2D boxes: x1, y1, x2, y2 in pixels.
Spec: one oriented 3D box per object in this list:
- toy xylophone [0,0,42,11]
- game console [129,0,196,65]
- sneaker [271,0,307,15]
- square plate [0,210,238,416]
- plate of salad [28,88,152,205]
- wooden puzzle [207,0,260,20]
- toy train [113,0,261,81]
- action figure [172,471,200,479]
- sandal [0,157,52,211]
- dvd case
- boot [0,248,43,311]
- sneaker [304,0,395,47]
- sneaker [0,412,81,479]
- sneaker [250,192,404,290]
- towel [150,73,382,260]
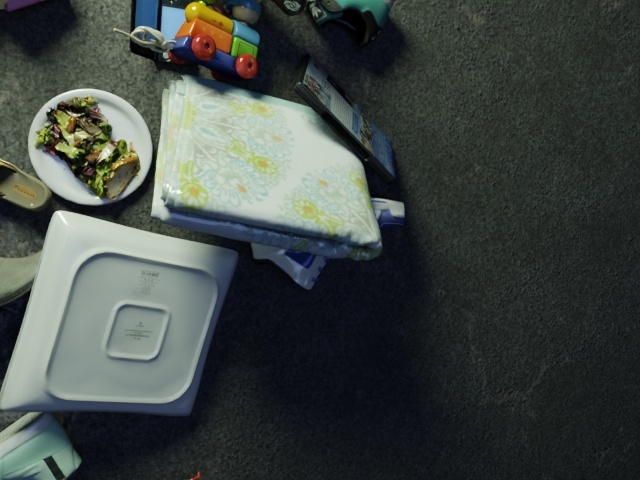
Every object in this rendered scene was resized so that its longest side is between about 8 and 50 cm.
[{"bbox_3d":[-0.464,-0.519,0.836,0.236,0.081,0.322,-30,118,-36],"label":"toy xylophone"},{"bbox_3d":[-0.266,-0.371,0.973,0.107,0.071,0.122,4,97,-14],"label":"game console"},{"bbox_3d":[-0.113,-0.452,0.973,0.106,0.281,0.162,-62,152,-10],"label":"sneaker"},{"bbox_3d":[-0.331,0.153,0.999,0.347,0.049,0.344,15,94,-37],"label":"square plate"},{"bbox_3d":[-0.391,-0.158,0.973,0.200,0.048,0.199,-3,100,-20],"label":"plate of salad"},{"bbox_3d":[-0.167,-0.426,1.034,0.116,0.014,0.078,-48,111,-8],"label":"wooden puzzle"},{"bbox_3d":[-0.208,-0.369,0.946,0.248,0.105,0.143,12,90,-43],"label":"toy train"},{"bbox_3d":[-0.290,0.496,1.123,0.115,0.030,0.038,-19,99,-12],"label":"action figure"},{"bbox_3d":[-0.531,-0.100,0.922,0.180,0.049,0.072,25,89,-12],"label":"sandal"},{"bbox_3d":[0.050,-0.231,1.070,0.022,0.180,0.253,-37,114,25],"label":"dvd case"},{"bbox_3d":[-0.549,0.036,0.929,0.246,0.083,0.161,-39,104,-13],"label":"boot"},{"bbox_3d":[-0.001,-0.470,1.040,0.302,0.108,0.121,24,85,-24],"label":"sneaker"},{"bbox_3d":[-0.548,0.420,0.979,0.256,0.094,0.151,-31,111,-13],"label":"sneaker"},{"bbox_3d":[-0.001,0.000,1.116,0.316,0.127,0.182,-5,104,-13],"label":"sneaker"},{"bbox_3d":[-0.090,-0.123,0.969,0.375,0.320,0.090,11,137,-20],"label":"towel"}]
